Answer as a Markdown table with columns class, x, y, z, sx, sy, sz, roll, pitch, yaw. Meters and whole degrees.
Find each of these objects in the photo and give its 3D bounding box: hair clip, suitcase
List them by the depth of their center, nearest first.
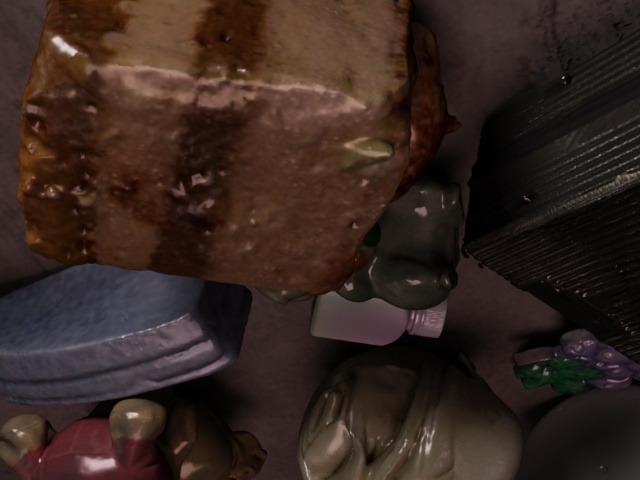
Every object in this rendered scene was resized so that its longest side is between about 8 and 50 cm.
| class | x | y | z | sx | sy | sz | roll | pitch | yaw |
| --- | --- | --- | --- | --- | --- | --- | --- | --- | --- |
| suitcase | 0.288 | -0.049 | 0.645 | 0.230 | 0.152 | 0.335 | 32 | 146 | -23 |
| hair clip | 0.274 | 0.105 | 0.916 | 0.195 | 0.052 | 0.124 | -23 | 134 | 32 |

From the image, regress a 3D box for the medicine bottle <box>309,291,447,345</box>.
| class | x | y | z | sx | sy | sz | roll | pitch | yaw |
| --- | --- | --- | --- | --- | --- | --- | --- | --- | --- |
| medicine bottle | 0.053 | 0.055 | 0.867 | 0.118 | 0.055 | 0.074 | 8 | 133 | -3 |

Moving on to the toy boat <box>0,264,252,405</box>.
| class | x | y | z | sx | sy | sz | roll | pitch | yaw |
| --- | --- | --- | --- | --- | --- | --- | --- | --- | --- |
| toy boat | -0.203 | 0.083 | 0.860 | 0.283 | 0.127 | 0.078 | -11 | 131 | 17 |

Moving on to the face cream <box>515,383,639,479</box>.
| class | x | y | z | sx | sy | sz | roll | pitch | yaw |
| --- | --- | --- | --- | --- | --- | --- | --- | --- | --- |
| face cream | 0.322 | 0.276 | 0.961 | 0.201 | 0.201 | 0.187 | -25 | 128 | 25 |

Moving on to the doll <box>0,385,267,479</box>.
| class | x | y | z | sx | sy | sz | roll | pitch | yaw |
| --- | --- | --- | --- | --- | --- | --- | --- | --- | --- |
| doll | -0.180 | 0.207 | 0.933 | 0.196 | 0.152 | 0.256 | 23 | 180 | 20 |

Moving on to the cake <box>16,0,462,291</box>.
| class | x | y | z | sx | sy | sz | roll | pitch | yaw |
| --- | --- | --- | --- | --- | --- | --- | --- | --- | --- |
| cake | -0.041 | -0.081 | 0.651 | 0.293 | 0.198 | 0.196 | 11 | 131 | -9 |

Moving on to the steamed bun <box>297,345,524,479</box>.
| class | x | y | z | sx | sy | sz | roll | pitch | yaw |
| --- | --- | --- | --- | --- | --- | --- | --- | --- | --- |
| steamed bun | 0.062 | 0.185 | 0.897 | 0.144 | 0.218 | 0.211 | 38 | 99 | -27 |

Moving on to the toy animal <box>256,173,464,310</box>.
| class | x | y | z | sx | sy | sz | roll | pitch | yaw |
| --- | --- | --- | --- | --- | --- | --- | --- | --- | --- |
| toy animal | 0.005 | 0.009 | 0.791 | 0.236 | 0.108 | 0.138 | -5 | 164 | 14 |
